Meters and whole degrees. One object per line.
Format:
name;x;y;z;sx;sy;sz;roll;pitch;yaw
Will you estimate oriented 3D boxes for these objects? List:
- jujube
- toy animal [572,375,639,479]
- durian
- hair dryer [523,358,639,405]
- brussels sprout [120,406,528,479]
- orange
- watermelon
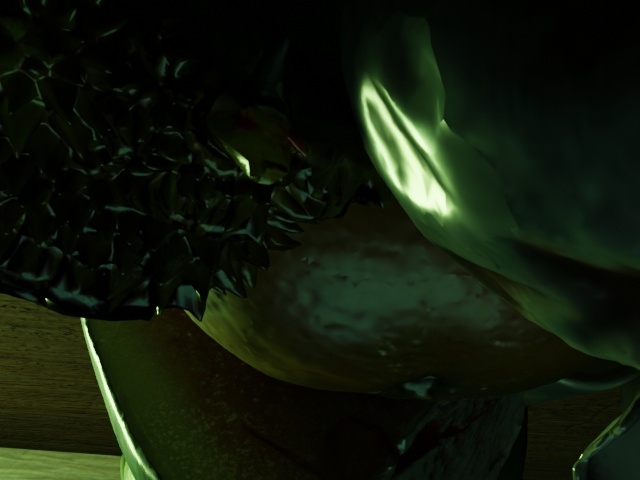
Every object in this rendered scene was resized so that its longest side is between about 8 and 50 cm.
jujube;0.147;-0.053;0.468;0.246;0.215;0.308;-12;163;42
toy animal;0.292;0.101;1.086;0.258;0.194;0.357;-34;179;25
durian;-0.063;-0.039;0.552;0.193;0.137;0.237;20;-164;-23
hair dryer;0.000;0.000;0.990;0.362;0.128;0.203;20;162;-22
brussels sprout;-0.006;0.159;1.266;0.289;0.281;0.355;-8;-162;-27
orange;0.037;-0.019;0.736;0.240;0.171;0.240;4;166;1
watermelon;-0.004;0.076;0.896;0.201;0.261;0.213;-31;148;-4
